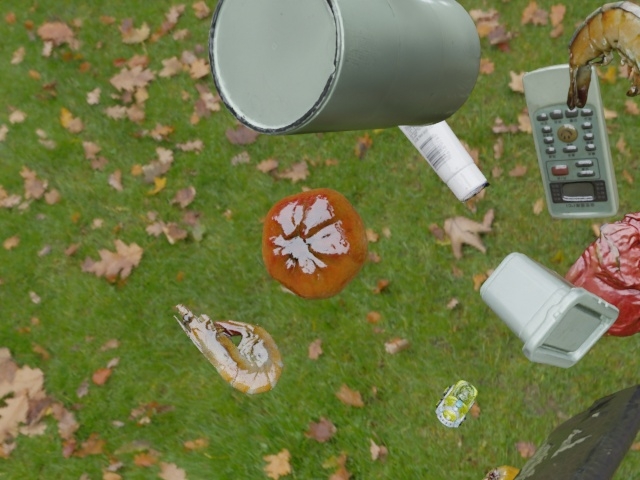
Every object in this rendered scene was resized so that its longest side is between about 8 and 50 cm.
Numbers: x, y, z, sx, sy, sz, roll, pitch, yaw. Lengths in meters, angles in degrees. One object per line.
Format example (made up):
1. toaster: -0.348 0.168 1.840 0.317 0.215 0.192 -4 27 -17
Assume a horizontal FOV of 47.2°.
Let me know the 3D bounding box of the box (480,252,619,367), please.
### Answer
1. box: 0.478 0.142 1.559 0.182 0.312 0.175 45 105 34

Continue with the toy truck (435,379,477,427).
1. toy truck: 0.320 0.379 1.707 0.076 0.077 0.111 36 49 9

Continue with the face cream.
1. face cream: 0.186 -0.173 1.228 0.058 0.092 0.243 -25 76 -45

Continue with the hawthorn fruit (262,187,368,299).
1. hawthorn fruit: 0.000 0.000 1.499 0.224 0.261 0.224 2 98 16

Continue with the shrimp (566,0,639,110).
1. shrimp: 0.290 -0.123 0.690 0.035 0.148 0.195 -25 93 -18

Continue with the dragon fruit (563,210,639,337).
1. dragon fruit: 0.772 0.115 1.865 0.286 0.329 0.228 -16 50 -18

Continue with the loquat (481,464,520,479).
1. loquat: 0.431 0.584 1.681 0.137 0.113 0.137 13 59 -22

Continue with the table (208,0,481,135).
1. table: 0.029 -0.153 0.603 0.126 0.220 0.126 8 104 37

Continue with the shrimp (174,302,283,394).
1. shrimp: -0.202 0.225 1.663 0.287 0.063 0.152 44 61 5

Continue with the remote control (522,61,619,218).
1. remote control: 0.423 -0.163 1.235 0.123 0.285 0.038 0 35 32

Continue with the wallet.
1. wallet: 0.195 0.236 0.659 0.044 0.170 0.321 46 40 13
